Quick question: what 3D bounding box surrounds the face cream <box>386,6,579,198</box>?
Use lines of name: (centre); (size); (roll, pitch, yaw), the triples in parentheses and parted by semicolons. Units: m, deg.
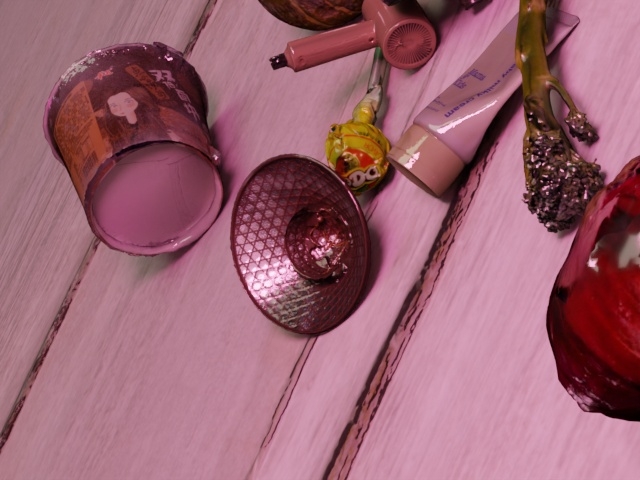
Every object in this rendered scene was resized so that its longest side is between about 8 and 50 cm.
face cream: (0.161, -0.149, 1.950); (0.224, 0.070, 0.114); (-51, 26, -3)

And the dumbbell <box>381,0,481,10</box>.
dumbbell: (0.066, -0.427, 2.066); (0.179, 0.406, 0.179); (-30, 3, 2)

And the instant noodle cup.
instant noodle cup: (-0.224, -0.107, 2.418); (0.217, 0.217, 0.207); (-49, 34, 20)

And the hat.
hat: (0.000, 0.000, 2.057); (0.193, 0.082, 0.193); (8, 102, 41)

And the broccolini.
broccolini: (0.224, -0.173, 1.845); (0.079, 0.074, 0.392); (99, 176, -52)

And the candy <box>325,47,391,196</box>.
candy: (0.053, -0.151, 2.138); (0.077, 0.073, 0.262); (106, 178, -46)

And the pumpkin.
pumpkin: (-0.002, -0.359, 2.330); (0.219, 0.162, 0.219); (-39, 37, 38)

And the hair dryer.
hair dryer: (0.029, -0.225, 2.151); (0.182, 0.064, 0.117); (-16, 34, -5)

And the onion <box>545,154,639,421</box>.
onion: (0.281, 0.036, 1.393); (0.252, 0.219, 0.252); (-38, -15, -12)
